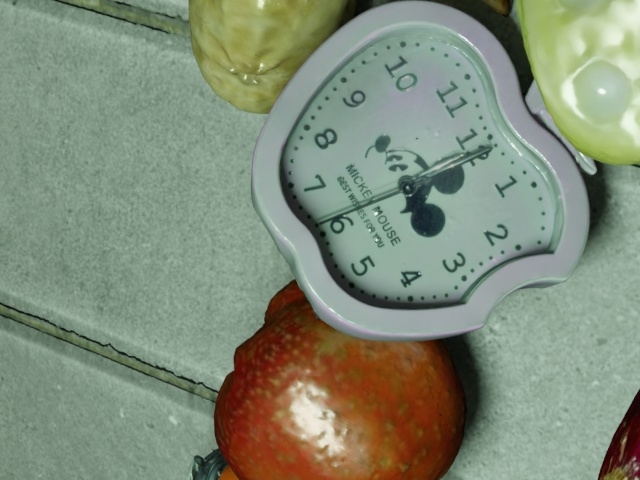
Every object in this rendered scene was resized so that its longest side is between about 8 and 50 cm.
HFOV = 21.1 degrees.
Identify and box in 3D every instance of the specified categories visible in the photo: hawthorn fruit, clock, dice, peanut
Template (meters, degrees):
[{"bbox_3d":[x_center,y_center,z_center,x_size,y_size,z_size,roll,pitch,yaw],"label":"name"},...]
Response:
[{"bbox_3d":[0.025,0.188,1.833,0.275,0.275,0.299,-41,78,37],"label":"hawthorn fruit"},{"bbox_3d":[0.099,-0.063,1.705,0.338,0.339,0.102,59,171,5],"label":"clock"},{"bbox_3d":[0.326,-0.204,1.511,0.238,0.227,0.233,-12,100,36],"label":"dice"},{"bbox_3d":[-0.035,-0.307,1.750,0.170,0.192,0.387,23,119,13],"label":"peanut"}]

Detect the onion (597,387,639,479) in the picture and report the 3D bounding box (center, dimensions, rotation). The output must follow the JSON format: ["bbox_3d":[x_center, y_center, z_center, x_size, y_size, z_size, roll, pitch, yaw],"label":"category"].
[{"bbox_3d":[0.434,0.273,1.575,0.385,0.347,0.347,9,116,-8],"label":"onion"}]

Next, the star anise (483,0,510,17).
[{"bbox_3d":[0.168,-0.312,1.669,0.212,0.111,0.196,15,107,38],"label":"star anise"}]

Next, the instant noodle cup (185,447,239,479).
[{"bbox_3d":[-0.058,0.326,2.004,0.126,0.208,0.177,-9,59,23],"label":"instant noodle cup"}]
